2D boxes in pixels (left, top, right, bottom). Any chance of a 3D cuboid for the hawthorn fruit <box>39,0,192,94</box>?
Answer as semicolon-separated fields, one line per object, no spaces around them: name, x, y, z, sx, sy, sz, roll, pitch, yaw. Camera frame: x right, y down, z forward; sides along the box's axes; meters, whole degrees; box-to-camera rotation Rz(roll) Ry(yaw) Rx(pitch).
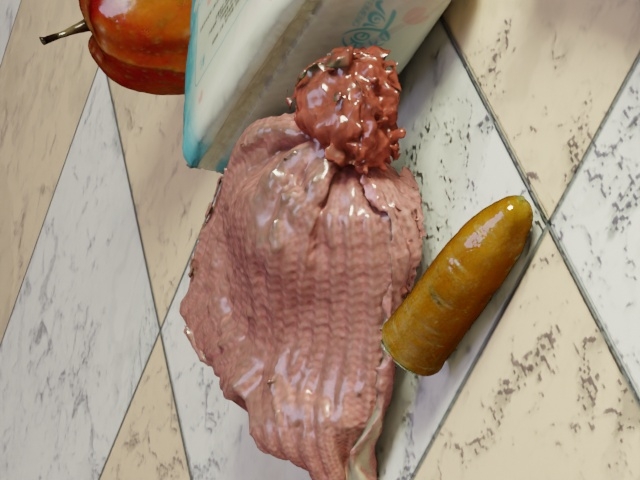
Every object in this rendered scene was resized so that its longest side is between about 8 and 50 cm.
hawthorn fruit;-0.147;-0.197;1.519;0.157;0.194;0.157;169;90;-88

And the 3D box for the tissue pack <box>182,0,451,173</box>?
tissue pack;-0.001;-0.186;1.245;0.271;0.124;0.201;127;147;-50

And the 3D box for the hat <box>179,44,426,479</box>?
hat;0.000;0.000;1.177;0.237;0.107;0.286;38;124;40

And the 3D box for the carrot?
carrot;0.083;0.023;1.045;0.048;0.048;0.139;-100;31;-41
